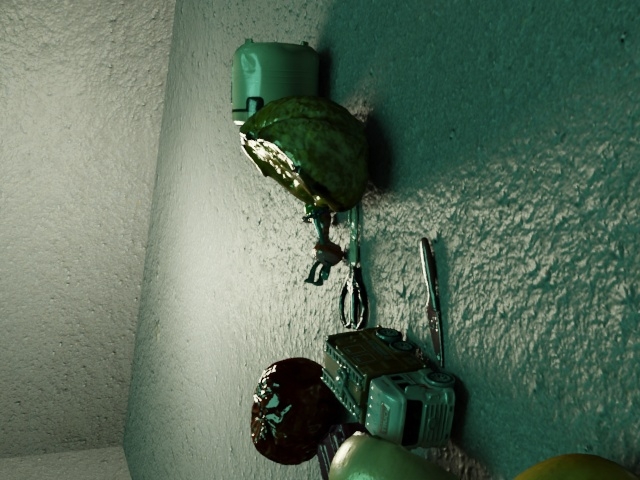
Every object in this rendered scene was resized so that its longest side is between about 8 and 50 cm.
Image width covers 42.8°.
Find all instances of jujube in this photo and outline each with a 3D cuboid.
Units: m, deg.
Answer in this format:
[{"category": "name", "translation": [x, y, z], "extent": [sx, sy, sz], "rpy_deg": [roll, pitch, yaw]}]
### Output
[{"category": "jujube", "translation": [-0.059, 0.397, 1.901], "extent": [0.213, 0.212, 0.232], "rpy_deg": [-121, 34, -47]}]

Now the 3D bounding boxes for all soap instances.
[{"category": "soap", "translation": [0.072, 0.525, 1.724], "extent": [0.162, 0.099, 0.250], "rpy_deg": [124, 139, -51]}]

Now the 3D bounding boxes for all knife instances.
[{"category": "knife", "translation": [0.207, 0.116, 1.530], "extent": [0.035, 0.018, 0.248], "rpy_deg": [-22, 71, 60]}]

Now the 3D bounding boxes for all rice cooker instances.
[{"category": "rice cooker", "translation": [-0.110, -0.360, 1.981], "extent": [0.226, 0.225, 0.244], "rpy_deg": [-170, 78, -65]}]

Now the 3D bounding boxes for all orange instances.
[{"category": "orange", "translation": [-0.014, -0.196, 1.764], "extent": [0.210, 0.271, 0.368], "rpy_deg": [-47, 26, -10]}]

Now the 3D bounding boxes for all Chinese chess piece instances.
[{"category": "Chinese chess piece", "translation": [0.137, 0.430, 1.420], "extent": [0.249, 0.249, 0.103], "rpy_deg": [-25, 36, 63]}]

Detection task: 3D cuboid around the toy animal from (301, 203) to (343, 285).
[{"category": "toy animal", "translation": [0.000, 0.000, 1.878], "extent": [0.103, 0.100, 0.209], "rpy_deg": [57, -148, -61]}]

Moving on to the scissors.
[{"category": "scissors", "translation": [0.073, 0.048, 1.813], "extent": [0.109, 0.022, 0.300], "rpy_deg": [-2, 88, 61]}]

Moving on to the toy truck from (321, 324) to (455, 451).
[{"category": "toy truck", "translation": [0.119, 0.275, 1.539], "extent": [0.305, 0.162, 0.136], "rpy_deg": [-143, 55, -61]}]

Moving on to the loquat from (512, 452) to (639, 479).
[{"category": "loquat", "translation": [0.334, 0.402, 1.019], "extent": [0.263, 0.262, 0.263], "rpy_deg": [180, 90, -65]}]
